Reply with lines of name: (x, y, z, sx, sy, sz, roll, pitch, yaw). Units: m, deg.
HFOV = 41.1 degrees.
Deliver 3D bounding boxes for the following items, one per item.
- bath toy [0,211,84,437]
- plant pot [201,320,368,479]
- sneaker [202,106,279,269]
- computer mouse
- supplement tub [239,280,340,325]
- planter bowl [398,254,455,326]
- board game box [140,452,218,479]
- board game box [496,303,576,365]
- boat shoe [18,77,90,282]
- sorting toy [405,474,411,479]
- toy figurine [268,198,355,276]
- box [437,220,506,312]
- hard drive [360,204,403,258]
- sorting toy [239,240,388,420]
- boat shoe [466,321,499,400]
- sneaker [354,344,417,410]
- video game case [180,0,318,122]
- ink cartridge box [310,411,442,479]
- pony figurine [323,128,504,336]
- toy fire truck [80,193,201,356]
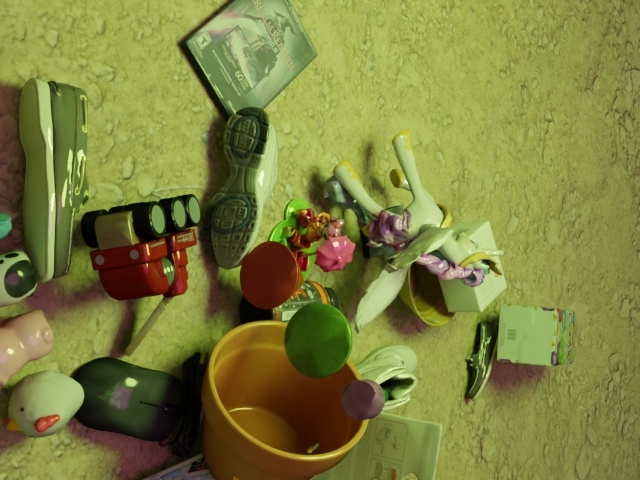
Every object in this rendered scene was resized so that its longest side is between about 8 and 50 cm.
bath toy: (-0.453, 0.139, 1.220, 0.151, 0.129, 0.349, -21, 107, -8)
plant pot: (-0.085, 0.313, 1.492, 0.290, 0.291, 0.204, -20, 147, -44)
sneaker: (-0.127, -0.089, 1.571, 0.129, 0.110, 0.297, 22, 82, -67)
computer mouse: (-0.288, 0.265, 1.429, 0.272, 0.072, 0.189, 20, 77, -44)
supplement tub: (-0.053, 0.131, 1.646, 0.197, 0.106, 0.106, -2, 92, -46)
planter bowl: (0.230, 0.086, 1.946, 0.217, 0.090, 0.217, 4, 85, -48)
board game box: (-0.166, 0.459, 1.485, 0.305, 0.193, 0.053, -15, 143, -45)
board game box: (0.561, 0.243, 2.198, 0.275, 0.142, 0.145, 12, 81, -64)
boat shoe: (-0.394, -0.090, 1.290, 0.091, 0.109, 0.305, -1, 87, -41)
sorting toy: (0.103, 0.451, 1.803, 0.046, 0.132, 0.274, -49, 124, 3)
toy figurine: (0.000, 0.000, 1.660, 0.130, 0.159, 0.173, 22, 74, -43)
box: (0.334, 0.059, 1.926, 0.130, 0.091, 0.171, -33, 112, -44)
hard drive: (0.141, -0.020, 1.904, 0.135, 0.022, 0.094, -18, 103, -45)
sorting toy: (0.005, 0.157, 1.502, 0.127, 0.366, 0.126, -45, 157, 15)
boat shoe: (0.401, 0.303, 2.163, 0.064, 0.075, 0.206, 22, 76, 1)
sneaker: (0.154, 0.297, 1.817, 0.292, 0.169, 0.108, -16, 100, -46)
video game case: (-0.127, -0.363, 1.624, 0.274, 0.026, 0.196, -50, 124, -32)
ink cartridge box: (0.071, 0.461, 1.575, 0.091, 0.384, 0.308, 18, 78, -44)
pony figurine: (0.171, -0.014, 1.729, 0.351, 0.303, 0.363, -29, 75, -34)
toy fire truck: (-0.281, 0.063, 1.360, 0.217, 0.158, 0.247, -29, 109, -75)
